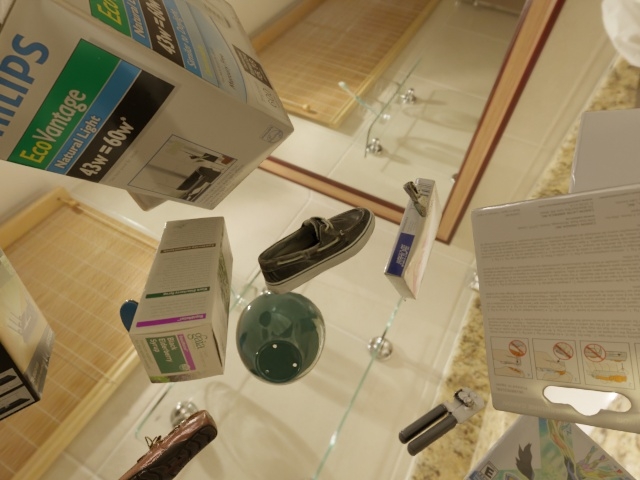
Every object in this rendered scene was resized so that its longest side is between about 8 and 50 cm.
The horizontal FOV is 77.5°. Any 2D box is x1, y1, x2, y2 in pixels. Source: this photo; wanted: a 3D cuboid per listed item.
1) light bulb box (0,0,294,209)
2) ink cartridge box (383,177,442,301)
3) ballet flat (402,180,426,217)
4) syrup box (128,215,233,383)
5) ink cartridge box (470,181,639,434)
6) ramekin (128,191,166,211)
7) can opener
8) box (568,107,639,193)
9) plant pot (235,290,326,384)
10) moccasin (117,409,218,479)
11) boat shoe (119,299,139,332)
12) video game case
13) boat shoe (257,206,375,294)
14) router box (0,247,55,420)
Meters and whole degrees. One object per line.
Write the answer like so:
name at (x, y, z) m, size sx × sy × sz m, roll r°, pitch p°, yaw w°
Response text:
light bulb box at (-0.286, -0.273, 0.587) m, size 0.225 × 0.357 × 0.361 m, roll -38°, pitch -28°, yaw 25°
ink cartridge box at (0.320, 0.018, 1.299) m, size 0.330 × 0.072 × 0.323 m, roll 45°, pitch -117°, yaw -57°
ballet flat at (0.268, -0.119, 1.101) m, size 0.041 × 0.114 × 0.041 m, roll -22°, pitch -23°, yaw -10°
syrup box at (-0.180, 0.069, 0.557) m, size 0.236 × 0.097 × 0.093 m, roll -101°, pitch 7°, yaw -54°
ink cartridge box at (0.208, 0.051, 0.320) m, size 0.045 × 0.146 × 0.179 m, roll -4°, pitch -93°, yaw -50°
ramekin at (-0.434, -0.198, 1.156) m, size 0.135 × 0.278 × 0.277 m, roll 61°, pitch -141°, yaw -16°
can opener at (0.345, 0.508, 1.120) m, size 0.281 × 0.074 × 0.093 m, roll -20°, pitch -49°, yaw -24°
box at (0.499, -0.032, 0.476) m, size 0.215 × 0.346 × 0.168 m, roll 43°, pitch -119°, yaw -52°
plant pot at (-0.122, 0.317, 1.199) m, size 0.195 × 0.291 × 0.289 m, roll -105°, pitch 36°, yaw -78°
moccasin at (-0.560, 0.763, 1.439) m, size 0.380 × 0.147 × 0.139 m, roll -41°, pitch -59°, yaw -19°
boat shoe at (-0.568, 0.297, 1.333) m, size 0.109 × 0.258 × 0.089 m, roll -29°, pitch 21°, yaw 1°
video game case at (0.549, 0.576, 0.898) m, size 0.300 × 0.329 × 0.036 m, roll -35°, pitch -28°, yaw -19°
boat shoe at (0.000, 0.000, 0.979) m, size 0.335 × 0.121 × 0.119 m, roll -36°, pitch -49°, yaw -20°
router box at (-0.585, 0.141, 0.710) m, size 0.081 × 0.309 × 0.242 m, roll -27°, pitch -69°, yaw -24°
